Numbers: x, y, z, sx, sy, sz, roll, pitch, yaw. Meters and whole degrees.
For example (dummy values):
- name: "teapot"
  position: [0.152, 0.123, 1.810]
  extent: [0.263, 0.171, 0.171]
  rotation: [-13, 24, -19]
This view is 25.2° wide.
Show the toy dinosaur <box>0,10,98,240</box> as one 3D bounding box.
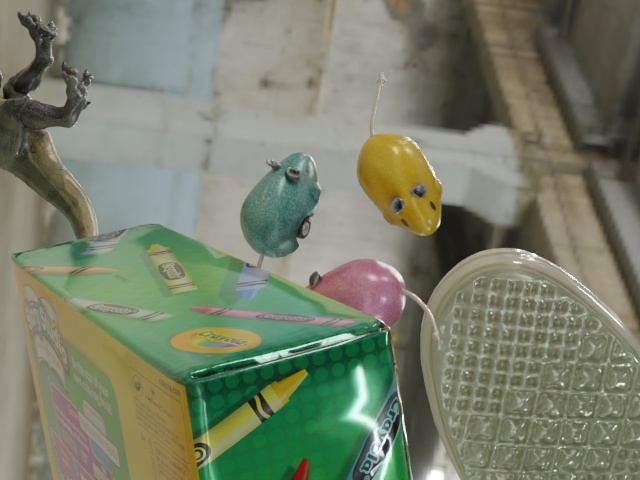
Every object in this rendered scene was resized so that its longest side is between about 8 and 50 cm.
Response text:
- name: "toy dinosaur"
  position: [-0.219, -0.093, 1.050]
  extent: [0.118, 0.268, 0.064]
  rotation: [-55, 156, 16]

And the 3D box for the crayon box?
- name: "crayon box"
  position: [-0.054, 0.096, 0.613]
  extent: [0.278, 0.081, 0.165]
  rotation: [-160, -121, -65]

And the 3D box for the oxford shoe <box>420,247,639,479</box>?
- name: "oxford shoe"
  position: [0.214, 0.169, 1.107]
  extent: [0.449, 0.169, 0.130]
  rotation: [49, 16, -28]

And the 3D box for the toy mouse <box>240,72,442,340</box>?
- name: "toy mouse"
  position: [0.000, 0.000, 0.776]
  extent: [0.161, 0.143, 0.031]
  rotation: [65, 10, 25]
